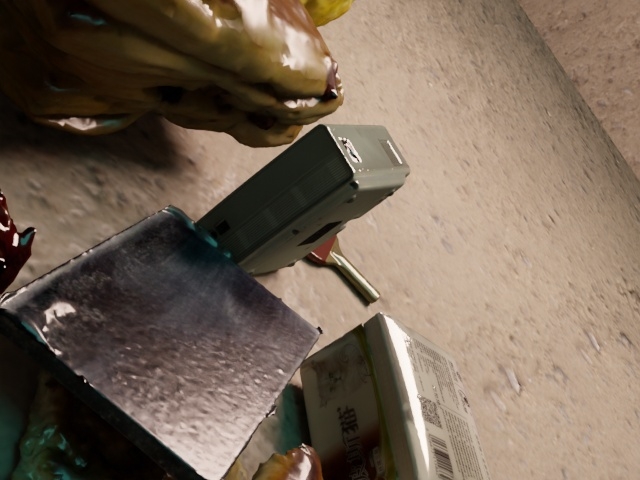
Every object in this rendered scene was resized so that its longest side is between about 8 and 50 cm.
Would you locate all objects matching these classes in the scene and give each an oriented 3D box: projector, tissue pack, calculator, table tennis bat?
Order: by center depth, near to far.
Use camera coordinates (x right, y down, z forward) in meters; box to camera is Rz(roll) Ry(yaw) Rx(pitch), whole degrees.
[{"bbox_3d":[-0.089,0.056,0.655,0.161,0.021,0.261,40,19,3],"label":"calculator"},{"bbox_3d":[0.056,0.150,0.755,0.106,0.099,0.149,34,31,-38],"label":"tissue pack"},{"bbox_3d":[-0.012,-0.029,0.813,0.061,0.147,0.115,59,27,9],"label":"projector"},{"bbox_3d":[0.000,0.000,0.955,0.156,0.013,0.087,46,24,-10],"label":"table tennis bat"}]

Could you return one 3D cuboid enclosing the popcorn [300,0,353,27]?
[{"bbox_3d":[-0.044,-0.360,1.180,0.203,0.226,0.200,-2,10,-16],"label":"popcorn"}]

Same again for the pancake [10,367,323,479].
[{"bbox_3d":[-0.074,0.160,0.575,0.212,0.056,0.257,36,29,-28],"label":"pancake"}]

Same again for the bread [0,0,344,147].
[{"bbox_3d":[-0.161,-0.209,0.758,0.314,0.191,0.370,55,13,16],"label":"bread"}]

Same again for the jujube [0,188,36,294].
[{"bbox_3d":[-0.228,-0.031,0.524,0.166,0.104,0.104,56,26,2],"label":"jujube"}]
